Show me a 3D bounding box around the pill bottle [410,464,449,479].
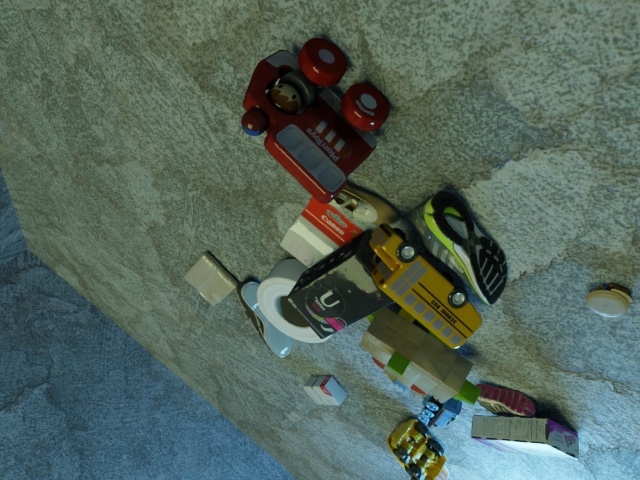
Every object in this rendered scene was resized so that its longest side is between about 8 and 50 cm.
[{"bbox_3d":[0.394,0.943,1.759,0.121,0.216,0.121,23,138,23],"label":"pill bottle"}]

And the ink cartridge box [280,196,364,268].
[{"bbox_3d":[0.000,0.000,1.328,0.189,0.066,0.232,39,146,4],"label":"ink cartridge box"}]

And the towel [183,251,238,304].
[{"bbox_3d":[-0.450,0.162,1.884,0.187,0.049,0.282,45,142,-5],"label":"towel"}]

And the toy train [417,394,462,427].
[{"bbox_3d":[0.384,0.550,1.504,0.105,0.080,0.184,24,139,13],"label":"toy train"}]

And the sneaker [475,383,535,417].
[{"bbox_3d":[0.518,0.461,1.314,0.170,0.063,0.075,10,139,33],"label":"sneaker"}]

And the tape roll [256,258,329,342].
[{"bbox_3d":[-0.065,0.200,1.512,0.286,0.100,0.286,17,134,19],"label":"tape roll"}]

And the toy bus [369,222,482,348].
[{"bbox_3d":[0.240,0.107,1.108,0.332,0.108,0.130,40,100,-18],"label":"toy bus"}]

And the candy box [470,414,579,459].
[{"bbox_3d":[0.568,0.548,1.302,0.159,0.071,0.233,31,149,-27],"label":"candy box"}]

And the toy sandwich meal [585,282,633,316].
[{"bbox_3d":[0.589,0.122,0.950,0.085,0.029,0.086,26,144,20],"label":"toy sandwich meal"}]

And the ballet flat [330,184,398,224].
[{"bbox_3d":[0.079,-0.090,1.154,0.232,0.073,0.080,31,142,14],"label":"ballet flat"}]

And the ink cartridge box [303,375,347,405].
[{"bbox_3d":[0.017,0.612,1.896,0.150,0.063,0.109,-20,112,50],"label":"ink cartridge box"}]

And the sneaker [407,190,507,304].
[{"bbox_3d":[0.312,0.021,1.052,0.300,0.111,0.121,54,157,-12],"label":"sneaker"}]

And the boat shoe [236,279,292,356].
[{"bbox_3d":[-0.212,0.289,1.763,0.095,0.112,0.335,5,126,61],"label":"boat shoe"}]

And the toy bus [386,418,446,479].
[{"bbox_3d":[0.323,0.763,1.730,0.220,0.149,0.211,55,157,-12],"label":"toy bus"}]

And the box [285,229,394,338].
[{"bbox_3d":[0.065,0.123,1.258,0.270,0.143,0.165,-36,101,34],"label":"box"}]

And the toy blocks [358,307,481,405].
[{"bbox_3d":[0.259,0.353,1.369,0.381,0.191,0.261,32,153,14],"label":"toy blocks"}]

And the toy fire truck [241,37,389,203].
[{"bbox_3d":[-0.026,-0.247,0.945,0.302,0.254,0.169,45,142,-4],"label":"toy fire truck"}]
